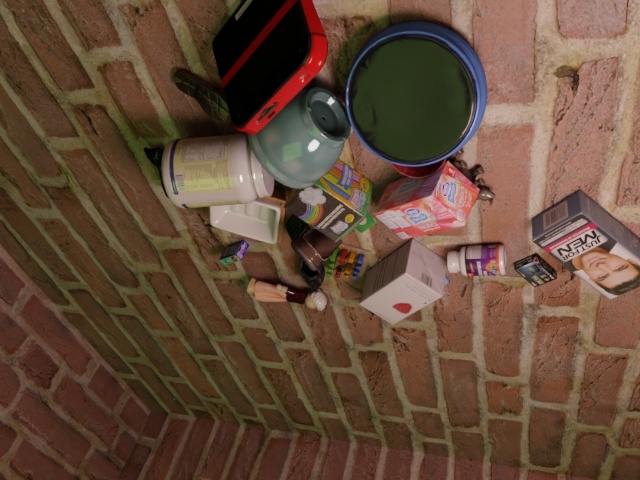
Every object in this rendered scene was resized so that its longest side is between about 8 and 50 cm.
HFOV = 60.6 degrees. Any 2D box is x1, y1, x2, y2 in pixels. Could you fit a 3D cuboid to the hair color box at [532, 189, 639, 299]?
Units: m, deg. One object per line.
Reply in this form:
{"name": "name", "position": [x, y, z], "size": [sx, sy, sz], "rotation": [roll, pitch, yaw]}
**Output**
{"name": "hair color box", "position": [0.879, 0.022, 1.750], "size": [0.374, 0.113, 0.185], "rotation": [33, 137, -16]}

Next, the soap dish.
{"name": "soap dish", "position": [-0.269, -0.122, 2.039], "size": [0.291, 0.118, 0.229], "rotation": [17, 139, 4]}

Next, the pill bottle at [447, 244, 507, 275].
{"name": "pill bottle", "position": [0.553, 0.072, 1.937], "size": [0.193, 0.108, 0.108], "rotation": [-4, 134, 25]}

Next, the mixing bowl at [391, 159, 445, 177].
{"name": "mixing bowl", "position": [0.296, -0.289, 1.634], "size": [0.181, 0.098, 0.181], "rotation": [11, 122, 18]}

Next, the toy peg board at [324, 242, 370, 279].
{"name": "toy peg board", "position": [0.098, 0.096, 2.164], "size": [0.161, 0.079, 0.161], "rotation": [17, 140, 4]}

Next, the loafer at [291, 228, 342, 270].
{"name": "loafer", "position": [0.000, 0.000, 1.942], "size": [0.130, 0.366, 0.134], "rotation": [-40, 92, 15]}

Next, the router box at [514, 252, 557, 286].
{"name": "router box", "position": [0.764, 0.107, 1.945], "size": [0.122, 0.038, 0.092], "rotation": [37, 137, -19]}

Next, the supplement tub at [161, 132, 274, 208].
{"name": "supplement tub", "position": [-0.333, -0.232, 1.819], "size": [0.325, 0.235, 0.235], "rotation": [-4, 135, 7]}

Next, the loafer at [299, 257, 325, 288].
{"name": "loafer", "position": [-0.045, 0.108, 2.219], "size": [0.109, 0.095, 0.302], "rotation": [8, 138, 11]}

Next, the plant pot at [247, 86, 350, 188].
{"name": "plant pot", "position": [-0.037, -0.321, 1.589], "size": [0.293, 0.293, 0.196], "rotation": [42, 137, -24]}

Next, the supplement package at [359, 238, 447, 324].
{"name": "supplement package", "position": [0.311, 0.163, 2.079], "size": [0.177, 0.175, 0.293], "rotation": [32, 138, -15]}

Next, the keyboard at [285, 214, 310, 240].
{"name": "keyboard", "position": [-0.076, -0.062, 2.055], "size": [0.108, 0.023, 0.180], "rotation": [60, 141, 16]}

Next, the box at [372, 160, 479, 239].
{"name": "box", "position": [0.325, -0.120, 1.727], "size": [0.154, 0.142, 0.300], "rotation": [37, 156, -19]}

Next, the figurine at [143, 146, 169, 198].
{"name": "figurine", "position": [-0.520, -0.267, 2.009], "size": [0.215, 0.092, 0.209], "rotation": [-6, 129, 25]}

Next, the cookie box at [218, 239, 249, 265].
{"name": "cookie box", "position": [-0.362, 0.052, 2.287], "size": [0.107, 0.092, 0.040], "rotation": [-19, 124, 36]}

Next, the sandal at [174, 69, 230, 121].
{"name": "sandal", "position": [-0.369, -0.470, 1.750], "size": [0.219, 0.060, 0.090], "rotation": [36, 133, 3]}

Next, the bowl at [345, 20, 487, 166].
{"name": "bowl", "position": [0.250, -0.386, 1.492], "size": [0.391, 0.077, 0.391], "rotation": [10, 121, 17]}

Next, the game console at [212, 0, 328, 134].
{"name": "game console", "position": [-0.147, -0.508, 1.454], "size": [0.060, 0.342, 0.386], "rotation": [2, 154, -43]}

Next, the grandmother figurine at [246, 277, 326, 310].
{"name": "grandmother figurine", "position": [-0.134, 0.239, 2.378], "size": [0.342, 0.104, 0.208], "rotation": [10, 176, 19]}

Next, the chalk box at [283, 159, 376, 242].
{"name": "chalk box", "position": [0.057, -0.134, 1.856], "size": [0.289, 0.179, 0.180], "rotation": [33, 137, -17]}

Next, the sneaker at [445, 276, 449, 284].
{"name": "sneaker", "position": [0.440, 0.185, 2.141], "size": [0.073, 0.063, 0.162], "rotation": [30, 139, -16]}

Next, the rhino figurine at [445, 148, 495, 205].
{"name": "rhino figurine", "position": [0.463, -0.186, 1.717], "size": [0.243, 0.073, 0.106], "rotation": [38, 142, -24]}
